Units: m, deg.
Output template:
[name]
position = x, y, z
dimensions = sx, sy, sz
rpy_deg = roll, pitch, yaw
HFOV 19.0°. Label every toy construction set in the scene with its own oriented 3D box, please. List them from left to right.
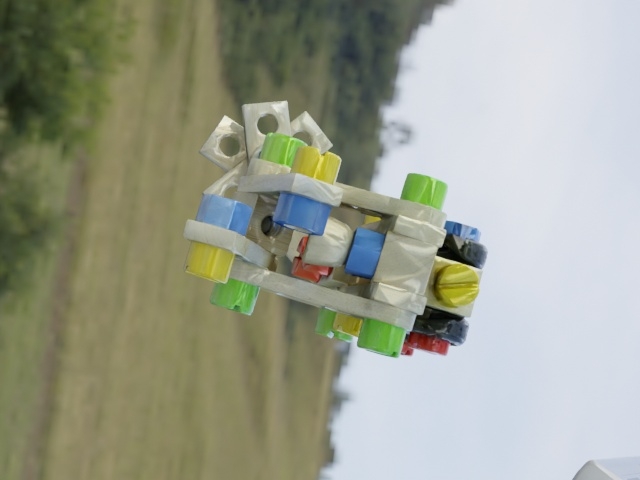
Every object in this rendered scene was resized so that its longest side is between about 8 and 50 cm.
[toy construction set]
position = 0.000, 0.000, 1.329
dimensions = 0.328, 0.215, 0.151
rpy_deg = -121, -132, -77

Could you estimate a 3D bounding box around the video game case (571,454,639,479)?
[video game case]
position = 0.224, 0.171, 0.854
dimensions = 0.026, 0.227, 0.206
rpy_deg = -56, 161, 7
